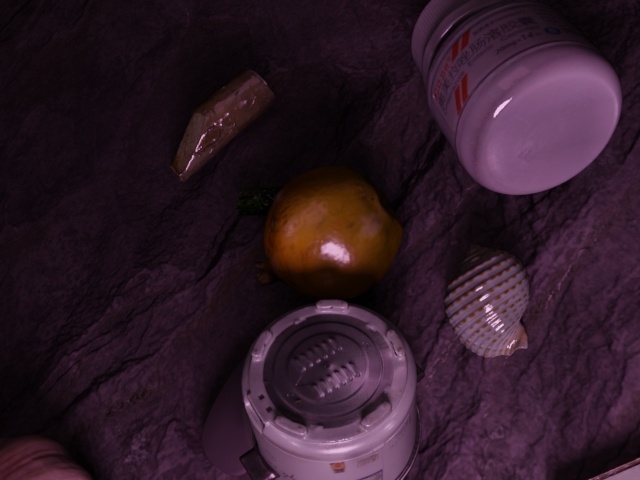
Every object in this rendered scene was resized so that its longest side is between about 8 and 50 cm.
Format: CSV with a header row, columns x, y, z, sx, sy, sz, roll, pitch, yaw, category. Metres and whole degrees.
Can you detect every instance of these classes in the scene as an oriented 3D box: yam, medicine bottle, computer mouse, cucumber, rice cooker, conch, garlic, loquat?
x,y,z,sx,sy,sz,roll,pitch,yaw,category
-0.214,-0.235,1.463,0.259,0.106,0.106,-40,51,-1,yam
0.281,-0.246,1.105,0.245,0.245,0.306,-30,44,10,medicine bottle
-0.101,0.250,1.128,0.120,0.057,0.232,25,76,37,computer mouse
-0.070,-0.070,1.308,0.187,0.058,0.058,1,62,30,cucumber
0.016,0.223,0.975,0.280,0.227,0.241,-31,53,-19,rice cooker
0.231,0.082,1.028,0.135,0.102,0.153,-25,52,32,conch
-0.494,0.456,1.125,0.321,0.241,0.322,-11,38,9,garlic
0.000,0.000,1.139,0.246,0.213,0.213,-33,51,8,loquat

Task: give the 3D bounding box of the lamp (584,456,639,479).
x,y,z,sx,sy,sz,roll,pitch,yaw,category
0.424,0.359,0.783,0.266,0.047,0.269,-28,52,11,lamp
